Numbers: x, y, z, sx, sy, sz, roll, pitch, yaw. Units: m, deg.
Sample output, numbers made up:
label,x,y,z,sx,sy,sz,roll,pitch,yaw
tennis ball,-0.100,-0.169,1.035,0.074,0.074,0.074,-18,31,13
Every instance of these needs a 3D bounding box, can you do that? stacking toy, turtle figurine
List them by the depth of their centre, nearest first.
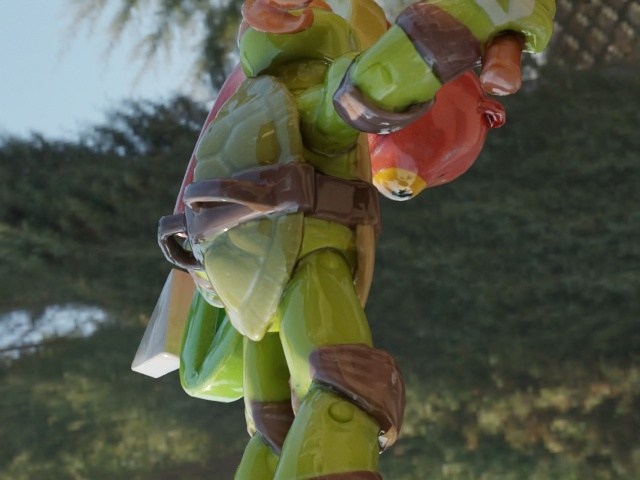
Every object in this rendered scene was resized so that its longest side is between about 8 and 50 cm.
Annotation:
label,x,y,z,sx,sy,sz,roll,pitch,yaw
turtle figurine,0.000,0.000,0.409,0.269,0.087,0.217,-34,54,54
stacking toy,-0.009,-0.009,0.941,0.309,0.130,0.279,-10,62,69
